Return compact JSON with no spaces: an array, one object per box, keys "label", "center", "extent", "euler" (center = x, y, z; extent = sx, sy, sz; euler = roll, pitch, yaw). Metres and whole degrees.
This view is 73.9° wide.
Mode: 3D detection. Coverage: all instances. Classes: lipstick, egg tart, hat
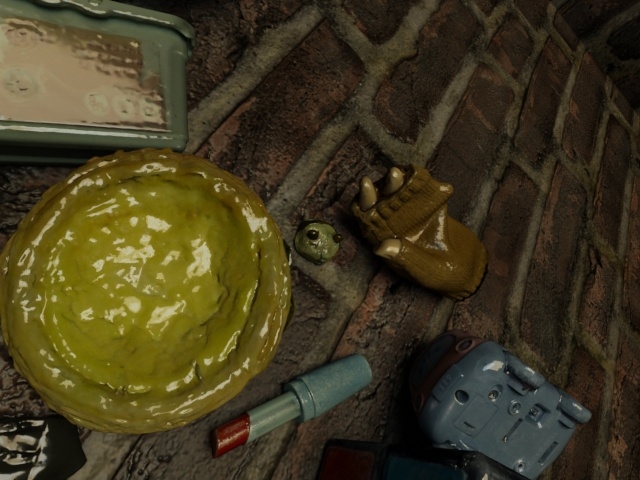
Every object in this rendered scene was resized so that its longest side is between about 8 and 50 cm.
[{"label":"lipstick","center":[-0.040,0.247,0.649],"extent":[0.274,0.061,0.068],"euler":[-14,84,-35]},{"label":"egg tart","center":[-0.201,0.052,0.540],"extent":[0.346,0.132,0.345],"euler":[4,72,-14]},{"label":"hat","center":[0.000,-0.001,0.762],"extent":[0.077,0.059,0.076],"euler":[30,65,-26]}]

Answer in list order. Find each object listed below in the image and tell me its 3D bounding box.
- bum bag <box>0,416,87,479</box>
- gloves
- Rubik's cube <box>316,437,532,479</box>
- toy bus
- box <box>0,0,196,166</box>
[{"label":"bum bag","center":[-0.409,0.246,0.406],"extent":[0.327,0.080,0.142],"euler":[11,65,-28]},{"label":"gloves","center":[0.190,-0.007,0.823],"extent":[0.356,0.155,0.203],"euler":[41,63,-33]},{"label":"Rubik's cube","center":[0.163,0.470,0.547],"extent":[0.316,0.318,0.313],"euler":[34,57,-20]},{"label":"toy bus","center":[0.283,0.276,0.753],"extent":[0.294,0.232,0.197],"euler":[34,95,-21]},{"label":"box","center":[-0.327,-0.198,0.566],"extent":[0.312,0.175,0.182],"euler":[-5,86,-33]}]
